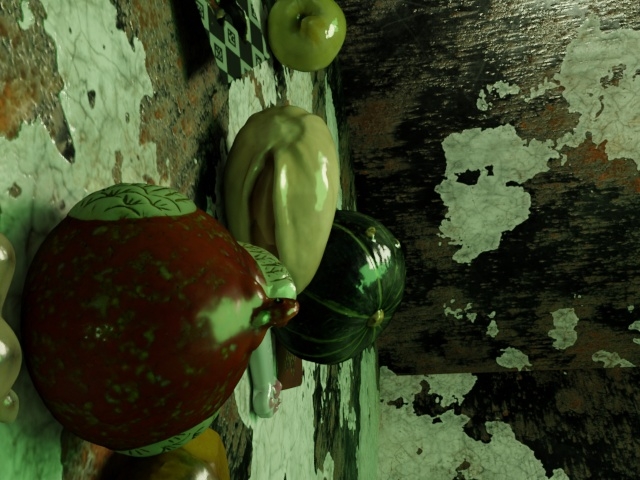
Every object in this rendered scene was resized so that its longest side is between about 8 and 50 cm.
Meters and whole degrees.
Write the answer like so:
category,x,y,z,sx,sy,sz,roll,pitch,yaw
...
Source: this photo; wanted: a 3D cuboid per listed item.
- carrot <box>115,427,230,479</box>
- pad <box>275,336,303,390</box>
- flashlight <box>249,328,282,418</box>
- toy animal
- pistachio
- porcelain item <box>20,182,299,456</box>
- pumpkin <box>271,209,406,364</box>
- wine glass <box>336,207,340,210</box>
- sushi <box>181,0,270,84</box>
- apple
category,x,y,z,sx,sy,sz,roll,pitch,yaw
carrot,-0.166,0.288,0.620,0.302,0.114,0.114,-70,154,-64
pad,-0.069,0.246,1.525,0.267,0.004,0.181,42,45,-77
flashlight,-0.103,0.222,1.204,0.093,0.047,0.200,-61,146,-72
toy animal,-0.229,0.045,0.425,0.083,0.089,0.150,29,48,-75
pistachio,-0.066,-0.065,1.120,0.214,0.193,0.318,-33,130,-67
porcelain item,-0.125,0.066,0.595,0.253,0.253,0.253,-4,90,-81
pumpkin,0.029,0.093,1.341,0.323,0.241,0.323,-45,155,-27
wine glass,0.000,0.000,1.750,0.231,0.103,0.103,-74,158,-59
sushi,-0.168,-0.371,1.045,0.219,0.047,0.231,-60,136,-61
apple,-0.035,-0.480,1.537,0.200,0.200,0.200,-4,90,-81
